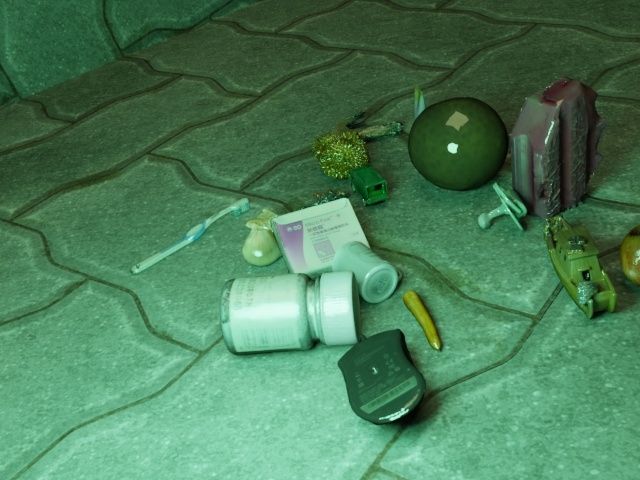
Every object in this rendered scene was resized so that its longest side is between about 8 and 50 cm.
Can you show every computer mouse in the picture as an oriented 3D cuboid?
[{"bbox_3d":[0.120,0.265,1.503,0.147,0.088,0.264,-27,33,5],"label":"computer mouse"}]

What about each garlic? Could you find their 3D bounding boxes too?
[{"bbox_3d":[-0.123,0.002,1.992,0.124,0.099,0.174,35,55,24],"label":"garlic"}]

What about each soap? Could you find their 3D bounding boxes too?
[{"bbox_3d":[0.563,-0.224,1.918,0.220,0.325,0.127,-29,40,-22],"label":"soap"}]

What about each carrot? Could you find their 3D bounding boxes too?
[{"bbox_3d":[0.216,0.166,1.677,0.037,0.037,0.190,-15,34,-8],"label":"carrot"}]

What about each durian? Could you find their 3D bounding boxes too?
[{"bbox_3d":[0.061,-0.241,2.280,0.168,0.137,0.158,1,51,-7],"label":"durian"}]

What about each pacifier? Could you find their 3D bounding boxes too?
[{"bbox_3d":[0.430,-0.072,1.934,0.116,0.127,0.150,-31,37,14],"label":"pacifier"}]

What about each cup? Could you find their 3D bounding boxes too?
[{"bbox_3d":[0.114,0.063,1.807,0.136,0.099,0.133,-25,34,-20],"label":"cup"}]

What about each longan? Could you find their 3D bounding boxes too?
[{"bbox_3d":[0.357,-0.252,2.092,0.258,0.258,0.258,-8,32,5],"label":"longan"}]

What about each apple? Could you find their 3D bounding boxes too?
[{"bbox_3d":[0.692,0.028,1.665,0.146,0.146,0.146,-8,32,5],"label":"apple"}]

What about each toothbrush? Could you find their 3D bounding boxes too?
[{"bbox_3d":[-0.340,-0.017,2.124,0.386,0.040,0.040,-33,38,-30],"label":"toothbrush"}]

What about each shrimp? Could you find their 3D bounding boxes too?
[{"bbox_3d":[0.150,-0.354,2.503,0.219,0.046,0.152,-7,35,7],"label":"shrimp"}]

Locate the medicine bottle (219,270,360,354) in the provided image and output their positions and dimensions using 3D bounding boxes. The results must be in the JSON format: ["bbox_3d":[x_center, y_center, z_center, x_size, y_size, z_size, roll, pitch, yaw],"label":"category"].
[{"bbox_3d":[-0.059,0.149,1.664,0.273,0.165,0.165,-6,32,7],"label":"medicine bottle"}]

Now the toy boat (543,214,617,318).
[{"bbox_3d":[0.541,0.038,1.705,0.089,0.121,0.321,-14,32,5],"label":"toy boat"}]

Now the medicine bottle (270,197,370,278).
[{"bbox_3d":[0.000,0.000,1.920,0.201,0.052,0.171,-16,63,-11],"label":"medicine bottle"}]

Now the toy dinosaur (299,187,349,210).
[{"bbox_3d":[0.010,-0.103,2.147,0.154,0.049,0.055,-21,36,-25],"label":"toy dinosaur"}]

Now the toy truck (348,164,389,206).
[{"bbox_3d":[0.126,-0.148,2.155,0.065,0.079,0.147,-18,31,-10],"label":"toy truck"}]

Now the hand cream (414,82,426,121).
[{"bbox_3d":[0.297,-0.370,2.361,0.047,0.174,0.076,-13,33,-3],"label":"hand cream"}]
